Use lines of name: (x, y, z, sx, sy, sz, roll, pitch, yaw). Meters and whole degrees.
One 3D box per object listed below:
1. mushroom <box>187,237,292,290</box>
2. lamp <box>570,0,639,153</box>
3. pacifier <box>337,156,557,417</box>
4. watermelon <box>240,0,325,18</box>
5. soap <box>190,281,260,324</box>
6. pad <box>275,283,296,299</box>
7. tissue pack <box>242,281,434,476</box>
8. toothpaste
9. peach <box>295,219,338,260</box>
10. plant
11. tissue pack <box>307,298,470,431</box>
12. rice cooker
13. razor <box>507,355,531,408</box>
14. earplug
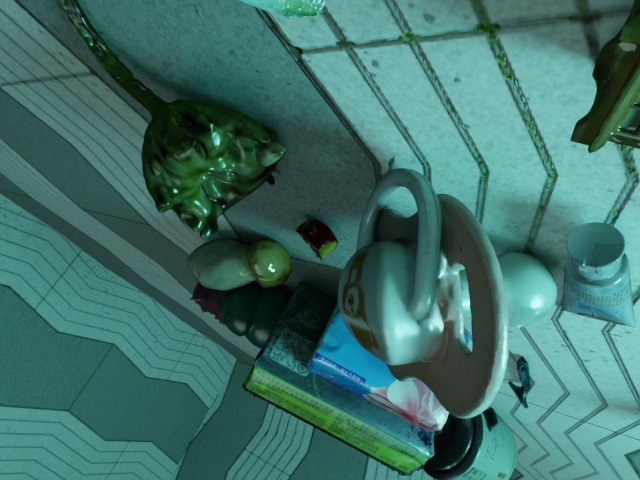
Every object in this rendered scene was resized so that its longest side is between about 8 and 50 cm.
mushroom: (-0.204, 0.054, 1.044, 0.350, 0.128, 0.128, -4, 141, 45)
lamp: (0.323, -0.065, 0.234, 0.325, 0.089, 0.090, 21, 157, 19)
pacifier: (0.138, 0.067, 0.551, 0.273, 0.220, 0.332, 33, 170, -10)
watermelon: (-0.067, -0.241, 0.340, 0.094, 0.081, 0.180, -15, 150, 37)
soap: (-0.239, 0.207, 1.388, 0.220, 0.127, 0.325, 7, 150, 42)
pad: (-0.067, 0.168, 1.265, 0.113, 0.006, 0.187, 17, 154, 26)
tissue pack: (0.065, 0.290, 1.011, 0.394, 0.288, 0.124, 27, 126, 1)
toothpaste: (0.327, 0.058, 0.538, 0.089, 0.057, 0.234, 13, 159, 36)
peach: (0.000, 0.000, 0.779, 0.083, 0.050, 0.077, 55, 170, -30)
plant: (-0.184, -0.178, 0.613, 0.333, 0.180, 0.251, 59, 168, 11)
tissue pack: (0.134, 0.213, 0.888, 0.270, 0.209, 0.137, 28, 148, 5)
rice cooker: (0.399, 0.566, 1.279, 0.227, 0.241, 0.280, 32, 121, -21)
razor: (0.416, 0.281, 0.932, 0.066, 0.033, 0.190, 65, -178, 42)
earplug: (-0.155, 0.229, 1.232, 0.280, 0.163, 0.257, 27, 136, -21)
